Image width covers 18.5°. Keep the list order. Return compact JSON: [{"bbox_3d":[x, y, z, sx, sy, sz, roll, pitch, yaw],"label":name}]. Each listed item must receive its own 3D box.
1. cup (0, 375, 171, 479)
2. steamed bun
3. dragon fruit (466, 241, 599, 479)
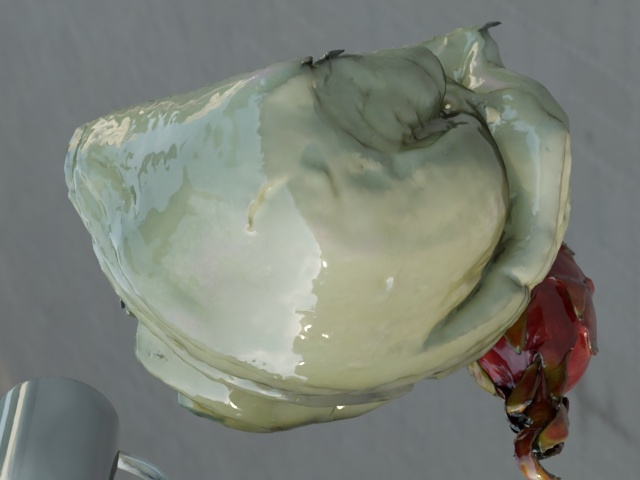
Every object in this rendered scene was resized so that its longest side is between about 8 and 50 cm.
[{"bbox_3d":[-0.182,0.183,1.407,0.136,0.099,0.133,39,-157,-22],"label":"cup"},{"bbox_3d":[0.000,0.000,1.084,0.275,0.320,0.206,-10,92,31],"label":"steamed bun"},{"bbox_3d":[0.122,0.074,1.165,0.094,0.094,0.190,93,179,-49],"label":"dragon fruit"}]
